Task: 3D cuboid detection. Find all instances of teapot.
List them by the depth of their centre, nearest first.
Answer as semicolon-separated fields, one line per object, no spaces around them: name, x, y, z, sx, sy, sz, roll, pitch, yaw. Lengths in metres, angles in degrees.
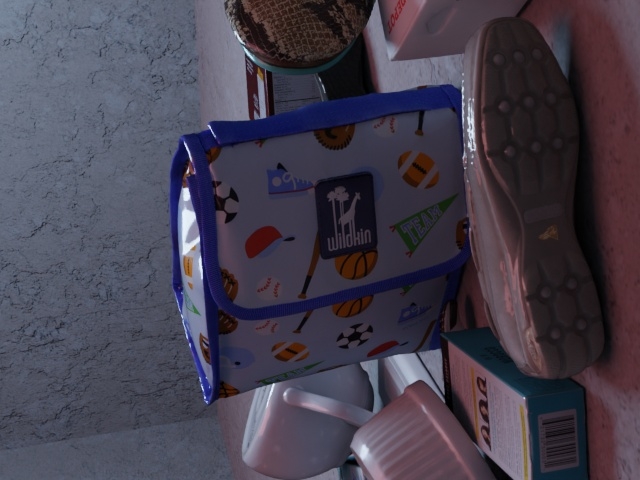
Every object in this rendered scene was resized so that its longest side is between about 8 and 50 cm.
teapot;0.001;0.253;1.766;0.256;0.187;0.253;-80;10;-55

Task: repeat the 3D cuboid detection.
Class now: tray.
tray;0.124;0.227;1.637;0.270;0.030;0.145;-121;25;-62

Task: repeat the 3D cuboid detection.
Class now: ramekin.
ramekin;0.121;0.270;1.310;0.207;0.109;0.207;58;174;9

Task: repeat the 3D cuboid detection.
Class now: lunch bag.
lunch bag;-0.004;-0.005;1.374;0.385;0.327;0.239;98;155;-50

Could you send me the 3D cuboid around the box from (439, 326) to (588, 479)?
box;0.191;0.167;1.201;0.244;0.060;0.101;-142;46;-73

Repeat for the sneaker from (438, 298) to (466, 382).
sneaker;0.162;0.122;1.368;0.040;0.043;0.109;87;179;-87

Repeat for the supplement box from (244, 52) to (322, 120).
supplement box;-0.041;-0.253;1.877;0.191;0.129;0.194;-123;28;-64

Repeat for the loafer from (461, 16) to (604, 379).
loafer;0.172;-0.035;1.046;0.111;0.112;0.320;179;83;-70

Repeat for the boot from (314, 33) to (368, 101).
boot;0.024;-0.211;1.731;0.161;0.083;0.247;96;164;-68

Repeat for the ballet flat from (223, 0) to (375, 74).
ballet flat;-0.001;-0.344;1.306;0.483;0.164;0.182;-69;-12;-61

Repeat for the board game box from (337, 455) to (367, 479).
board game box;0.095;0.446;1.717;0.336;0.079;0.254;123;139;-80

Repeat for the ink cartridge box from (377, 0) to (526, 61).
ink cartridge box;0.114;-0.335;1.124;0.198;0.114;0.273;122;139;-73
